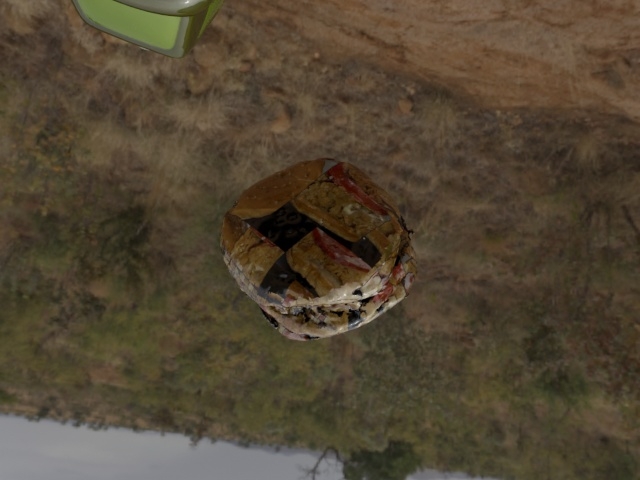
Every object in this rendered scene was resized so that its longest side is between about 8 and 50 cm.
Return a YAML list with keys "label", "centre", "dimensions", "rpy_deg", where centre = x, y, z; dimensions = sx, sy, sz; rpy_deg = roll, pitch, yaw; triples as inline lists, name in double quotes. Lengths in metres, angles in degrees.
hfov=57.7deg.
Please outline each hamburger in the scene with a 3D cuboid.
- label: "hamburger"
  centre: [0.000, 0.000, 0.670]
  dimensions: [0.231, 0.230, 0.106]
  rpy_deg: [2, 146, 13]

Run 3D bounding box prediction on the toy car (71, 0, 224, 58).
- label: "toy car"
  centre: [-0.136, -0.266, 0.504]
  dimensions: [0.204, 0.247, 0.198]
  rpy_deg: [18, 136, -6]
